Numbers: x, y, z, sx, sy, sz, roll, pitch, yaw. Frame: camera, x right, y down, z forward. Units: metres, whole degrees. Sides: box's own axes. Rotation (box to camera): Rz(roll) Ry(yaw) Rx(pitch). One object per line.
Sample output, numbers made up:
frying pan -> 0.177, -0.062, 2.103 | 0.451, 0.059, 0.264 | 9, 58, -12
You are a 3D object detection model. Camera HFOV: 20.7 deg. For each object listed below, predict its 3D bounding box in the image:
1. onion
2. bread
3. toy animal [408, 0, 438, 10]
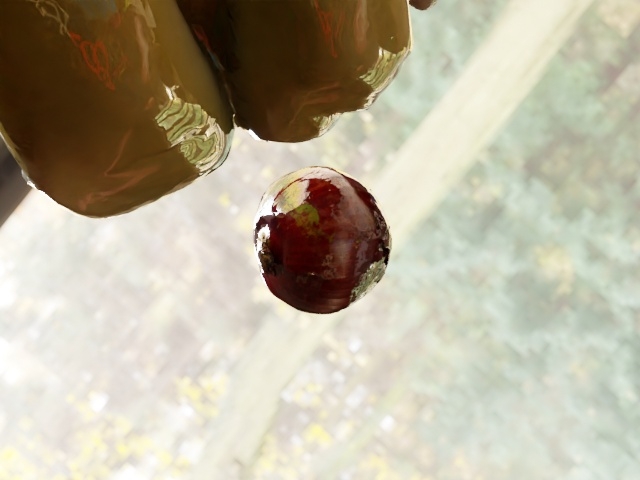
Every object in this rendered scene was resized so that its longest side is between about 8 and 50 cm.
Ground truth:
onion -> 0.000, 0.000, 1.484 | 0.131, 0.131, 0.131 | 39, -171, -8
bread -> -0.097, -0.222, 0.832 | 0.329, 0.245, 0.424 | 113, 146, -66
toy animal -> 0.005, -0.274, 1.358 | 0.221, 0.210, 0.230 | -15, -87, -51
